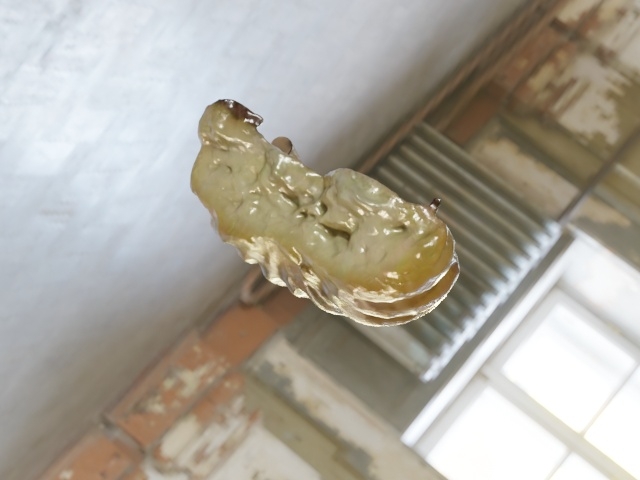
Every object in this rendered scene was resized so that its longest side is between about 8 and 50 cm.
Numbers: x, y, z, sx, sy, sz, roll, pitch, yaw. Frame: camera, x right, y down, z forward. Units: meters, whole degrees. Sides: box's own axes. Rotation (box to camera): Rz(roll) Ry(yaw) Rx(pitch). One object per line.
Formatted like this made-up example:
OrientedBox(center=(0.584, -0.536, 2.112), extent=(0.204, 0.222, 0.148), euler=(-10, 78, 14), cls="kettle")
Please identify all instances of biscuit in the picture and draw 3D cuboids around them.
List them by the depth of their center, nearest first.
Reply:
OrientedBox(center=(0.000, 0.000, 0.704), extent=(0.061, 0.183, 0.118), euler=(-50, 142, -19), cls="biscuit")

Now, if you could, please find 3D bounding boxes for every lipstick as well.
OrientedBox(center=(-0.022, -0.055, 0.970), extent=(0.019, 0.019, 0.094), euler=(-50, 164, -8), cls="lipstick")
